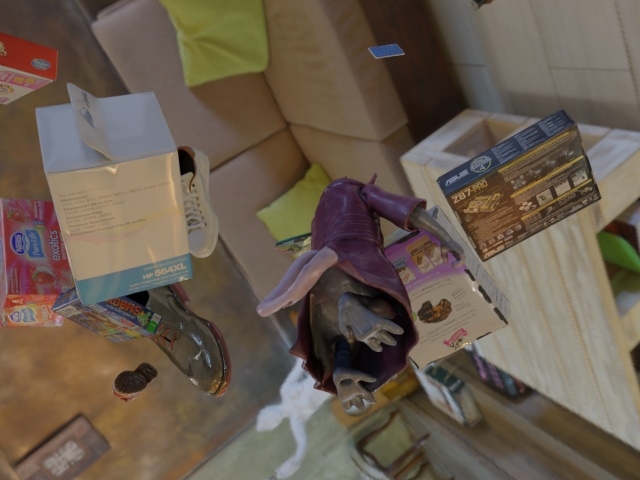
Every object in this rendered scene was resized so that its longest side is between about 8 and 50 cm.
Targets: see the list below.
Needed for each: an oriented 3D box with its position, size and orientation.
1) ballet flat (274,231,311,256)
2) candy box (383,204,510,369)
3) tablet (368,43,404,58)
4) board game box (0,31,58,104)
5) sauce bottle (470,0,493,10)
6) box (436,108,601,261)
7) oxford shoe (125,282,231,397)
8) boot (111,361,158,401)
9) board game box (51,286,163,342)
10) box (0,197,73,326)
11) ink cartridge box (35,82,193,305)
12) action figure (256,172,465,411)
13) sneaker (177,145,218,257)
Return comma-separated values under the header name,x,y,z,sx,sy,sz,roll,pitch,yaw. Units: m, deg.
name,x,y,z,sx,sy,sz,roll,pitch,yaw
ballet flat,0.000,0.000,1.670,0.077,0.221,0.079,160,86,-81
candy box,0.162,0.074,1.027,0.196,0.165,0.070,52,-153,-9
tablet,0.172,-0.495,1.781,0.006,0.083,0.054,94,157,-46
board game box,-0.703,-0.348,1.287,0.242,0.316,0.064,-5,80,43
sauce bottle,0.418,-0.609,1.674,0.042,0.128,0.042,42,157,22
box,0.571,-0.144,1.943,0.318,0.395,0.097,50,-165,-41
oxford shoe,-0.301,0.191,1.364,0.130,0.123,0.348,12,-160,-46
boot,-0.416,0.324,1.478,0.059,0.084,0.158,43,-172,7
board game box,-0.375,0.127,1.183,0.136,0.035,0.201,34,151,-25
box,-0.714,0.052,1.678,0.142,0.154,0.300,-55,44,40
ink cartridge box,-0.156,-0.040,0.517,0.092,0.090,0.143,-121,25,-43
action figure,0.024,0.025,0.911,0.275,0.248,0.370,33,-143,-28
sneaker,-0.337,-0.100,1.727,0.123,0.106,0.290,22,-124,-69
